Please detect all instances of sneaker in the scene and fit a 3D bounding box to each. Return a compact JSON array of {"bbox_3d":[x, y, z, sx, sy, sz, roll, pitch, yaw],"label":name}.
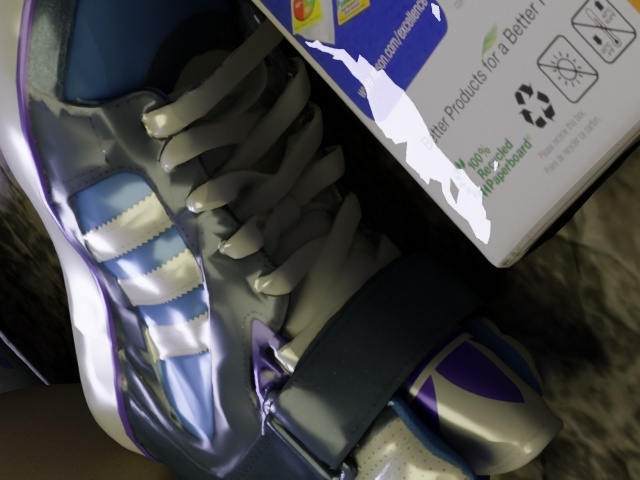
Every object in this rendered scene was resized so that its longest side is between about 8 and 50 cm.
[{"bbox_3d":[0.000,0.001,0.667,0.236,0.130,0.322,19,133,30],"label":"sneaker"}]

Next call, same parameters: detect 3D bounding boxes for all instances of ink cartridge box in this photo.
[{"bbox_3d":[-0.013,-0.173,0.544,0.371,0.069,0.176,46,149,6],"label":"ink cartridge box"}]

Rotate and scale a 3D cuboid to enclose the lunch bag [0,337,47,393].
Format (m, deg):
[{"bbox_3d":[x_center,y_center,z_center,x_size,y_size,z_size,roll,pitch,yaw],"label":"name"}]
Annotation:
[{"bbox_3d":[-0.262,0.151,1.017,0.223,0.160,0.262,45,-168,10],"label":"lunch bag"}]

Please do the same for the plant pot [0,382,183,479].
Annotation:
[{"bbox_3d":[-0.090,0.201,0.846,0.191,0.284,0.284,-22,104,50],"label":"plant pot"}]
